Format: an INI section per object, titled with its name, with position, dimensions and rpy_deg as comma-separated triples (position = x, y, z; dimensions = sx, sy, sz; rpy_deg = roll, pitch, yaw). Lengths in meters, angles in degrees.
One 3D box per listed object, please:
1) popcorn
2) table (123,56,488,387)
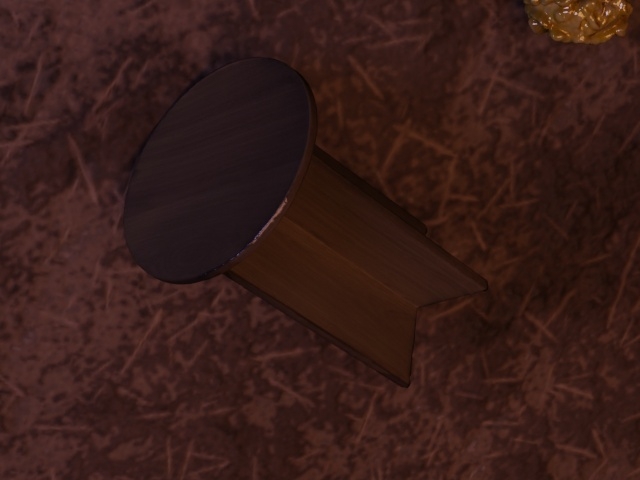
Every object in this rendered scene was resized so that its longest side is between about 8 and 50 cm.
[popcorn]
position = 0.182, -0.172, 1.372
dimensions = 0.082, 0.083, 0.057
rpy_deg = -30, 133, -44
[table]
position = 0.000, 0.000, 1.344
dimensions = 0.167, 0.167, 0.226
rpy_deg = -50, 130, 6
